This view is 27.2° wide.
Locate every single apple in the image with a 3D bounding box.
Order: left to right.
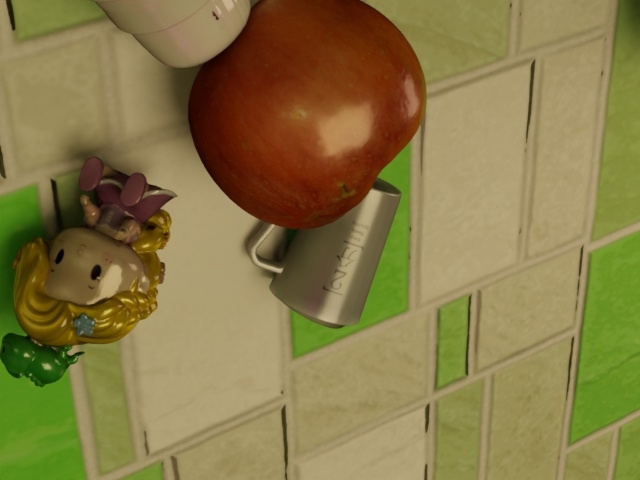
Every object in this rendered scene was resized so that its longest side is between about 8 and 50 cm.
[{"bbox_3d":[-0.011,-0.090,0.886,0.139,0.163,0.163,36,94,-6],"label":"apple"}]

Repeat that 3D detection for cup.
[{"bbox_3d":[0.000,0.000,1.020,0.104,0.074,0.116,18,104,-14],"label":"cup"}]

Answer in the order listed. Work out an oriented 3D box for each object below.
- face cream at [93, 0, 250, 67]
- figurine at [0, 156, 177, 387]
[{"bbox_3d":[-0.143,-0.226,0.727,0.102,0.102,0.345,-43,134,-6],"label":"face cream"},{"bbox_3d":[-0.151,0.030,0.904,0.156,0.094,0.115,-68,157,-6],"label":"figurine"}]
